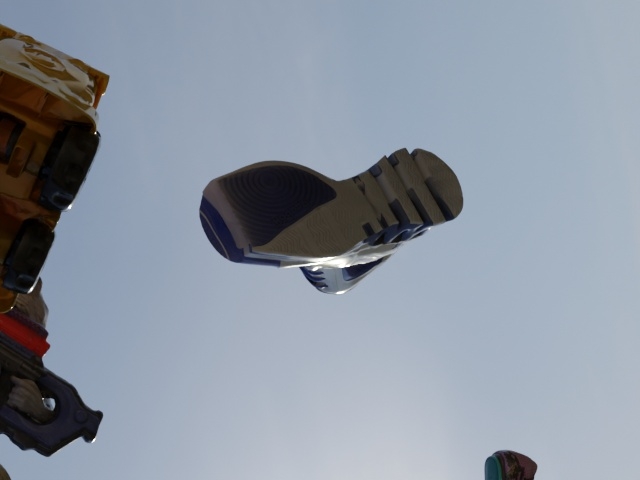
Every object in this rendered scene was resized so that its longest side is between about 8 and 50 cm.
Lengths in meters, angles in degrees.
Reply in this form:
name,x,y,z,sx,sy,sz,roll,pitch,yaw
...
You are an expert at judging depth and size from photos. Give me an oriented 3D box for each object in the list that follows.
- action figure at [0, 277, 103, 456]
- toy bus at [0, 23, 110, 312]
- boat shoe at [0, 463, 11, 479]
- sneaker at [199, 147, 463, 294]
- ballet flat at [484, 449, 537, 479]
name,x,y,z,sx,sy,sz,roll,pitch,yaw
action figure,-0.413,0.148,1.193,0.341,0.178,0.330,43,-111,-7
toy bus,-0.280,-0.079,1.056,0.220,0.149,0.211,-61,12,24
boat shoe,-0.430,0.412,1.346,0.110,0.122,0.341,6,-81,-50
sneaker,0.001,0.000,1.358,0.316,0.182,0.127,-9,-117,-36
ballet flat,0.227,0.361,1.403,0.077,0.079,0.221,145,134,-71
